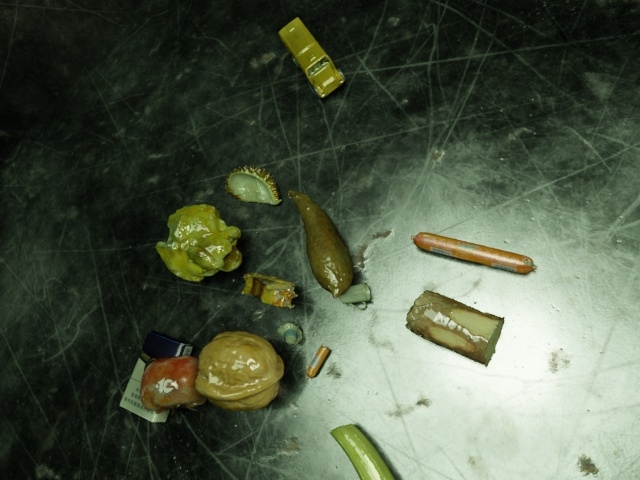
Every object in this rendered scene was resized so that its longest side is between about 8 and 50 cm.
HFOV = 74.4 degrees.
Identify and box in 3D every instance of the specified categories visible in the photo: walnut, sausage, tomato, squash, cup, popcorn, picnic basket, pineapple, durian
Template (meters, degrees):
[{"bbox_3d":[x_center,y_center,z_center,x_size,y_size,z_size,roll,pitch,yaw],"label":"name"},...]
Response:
[{"bbox_3d":[-0.231,0.381,1.225,0.257,0.257,0.225,0,104,22],"label":"walnut"},{"bbox_3d":[0.419,0.031,1.182,0.347,0.053,0.053,15,77,26],"label":"sausage"},{"bbox_3d":[-0.447,0.441,1.285,0.214,0.155,0.181,-10,75,-7],"label":"tomato"},{"bbox_3d":[0.121,0.583,1.088,0.083,0.083,0.250,-41,59,4],"label":"squash"},{"bbox_3d":[0.106,0.168,1.269,0.083,0.075,0.054,-13,30,21],"label":"cup"},{"bbox_3d":[-0.399,0.003,1.431,0.276,0.225,0.277,9,117,18],"label":"popcorn"},{"bbox_3d":[-0.092,0.282,1.300,0.065,0.083,0.083,-42,17,4],"label":"picnic basket"},{"bbox_3d":[-0.144,0.160,1.326,0.233,0.135,0.080,16,100,53],"label":"pineapple"},{"bbox_3d":[-0.011,0.363,1.250,0.031,0.031,0.107,29,84,28],"label":"sausage"},{"bbox_3d":[-0.250,-0.204,1.519,0.252,0.144,0.139,5,95,18],"label":"durian"}]

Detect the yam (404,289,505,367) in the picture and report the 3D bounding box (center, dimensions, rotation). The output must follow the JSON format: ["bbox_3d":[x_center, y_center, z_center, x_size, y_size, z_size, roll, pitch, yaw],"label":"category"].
[{"bbox_3d":[0.346,0.220,1.107,0.238,0.129,0.128,22,115,28],"label":"yam"}]

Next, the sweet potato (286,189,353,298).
[{"bbox_3d":[0.004,-0.002,1.320,0.130,0.130,0.423,-28,57,11],"label":"sweet potato"}]

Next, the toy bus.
[{"bbox_3d":[-0.037,-0.693,1.595,0.121,0.123,0.336,-33,62,8],"label":"toy bus"}]

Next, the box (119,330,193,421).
[{"bbox_3d":[-0.546,0.450,1.411,0.168,0.071,0.259,11,76,25],"label":"box"}]
